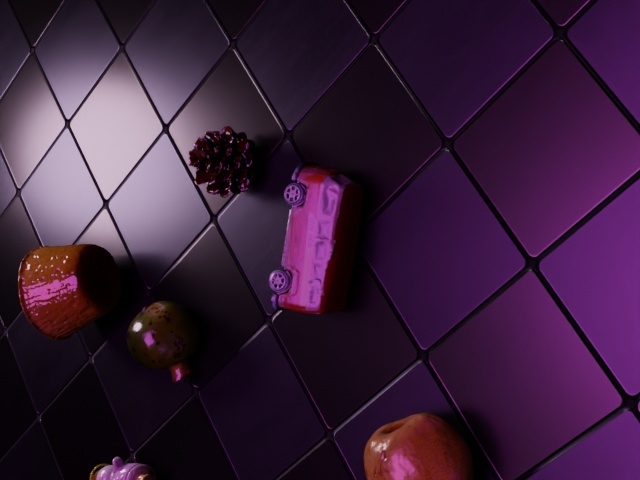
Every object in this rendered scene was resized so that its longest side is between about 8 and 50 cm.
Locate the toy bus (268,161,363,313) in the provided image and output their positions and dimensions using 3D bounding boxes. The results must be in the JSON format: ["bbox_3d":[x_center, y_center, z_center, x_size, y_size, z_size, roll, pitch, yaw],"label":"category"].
[{"bbox_3d":[0.000,0.000,1.635,0.120,0.121,0.265,12,95,31],"label":"toy bus"}]

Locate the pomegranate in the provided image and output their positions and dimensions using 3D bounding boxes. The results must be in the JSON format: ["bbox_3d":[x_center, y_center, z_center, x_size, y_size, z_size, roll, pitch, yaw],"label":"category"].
[{"bbox_3d":[-0.316,0.204,1.876,0.143,0.122,0.169,-22,69,7],"label":"pomegranate"}]

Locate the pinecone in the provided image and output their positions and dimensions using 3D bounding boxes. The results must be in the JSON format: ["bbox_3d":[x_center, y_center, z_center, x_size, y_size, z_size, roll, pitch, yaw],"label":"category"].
[{"bbox_3d":[-0.190,-0.154,1.793,0.140,0.121,0.140,-7,78,33],"label":"pinecone"}]

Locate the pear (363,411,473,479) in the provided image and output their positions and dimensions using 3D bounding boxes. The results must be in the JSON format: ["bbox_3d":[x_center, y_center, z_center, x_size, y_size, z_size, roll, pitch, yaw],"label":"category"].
[{"bbox_3d":[0.157,0.359,1.464,0.178,0.178,0.178,-2,86,40],"label":"pear"}]

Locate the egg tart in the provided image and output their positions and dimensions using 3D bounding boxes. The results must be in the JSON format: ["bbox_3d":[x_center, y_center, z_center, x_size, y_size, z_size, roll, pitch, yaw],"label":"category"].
[{"bbox_3d":[-0.539,0.104,2.026,0.171,0.215,0.215,-14,78,24],"label":"egg tart"}]

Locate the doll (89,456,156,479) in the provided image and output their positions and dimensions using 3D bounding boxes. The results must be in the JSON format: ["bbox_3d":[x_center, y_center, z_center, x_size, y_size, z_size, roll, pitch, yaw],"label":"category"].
[{"bbox_3d":[-0.416,0.509,1.969,0.207,0.081,0.129,-7,116,40],"label":"doll"}]
